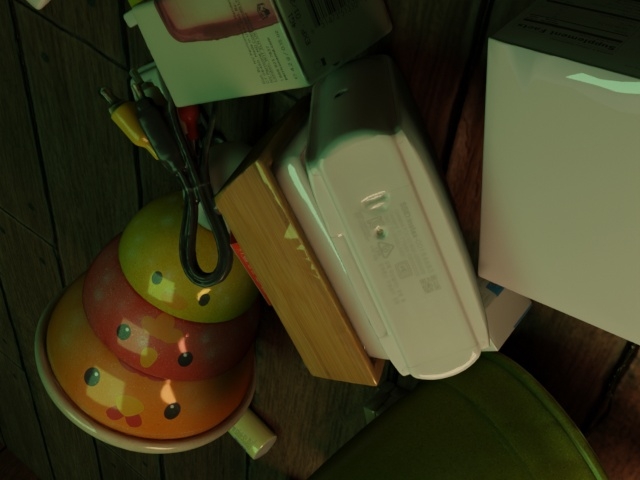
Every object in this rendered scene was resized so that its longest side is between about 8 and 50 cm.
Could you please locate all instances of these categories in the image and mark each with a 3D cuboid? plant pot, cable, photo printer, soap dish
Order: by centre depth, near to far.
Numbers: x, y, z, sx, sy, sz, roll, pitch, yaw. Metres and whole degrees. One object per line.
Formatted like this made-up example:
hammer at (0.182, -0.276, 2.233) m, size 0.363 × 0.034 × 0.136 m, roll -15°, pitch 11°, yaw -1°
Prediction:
photo printer at (0.074, -0.044, 0.915) m, size 0.107 × 0.307 × 0.256 m, roll -21°, pitch 112°, yaw 11°
soap dish at (0.000, 0.000, 1.061) m, size 0.118 × 0.229 × 0.291 m, roll -20°, pitch 110°, yaw 20°
plant pot at (0.116, 0.366, 1.078) m, size 0.366 × 0.353 × 0.366 m, roll 55°, pitch 161°, yaw 29°
cable at (-0.156, -0.091, 1.122) m, size 0.072 × 0.139 × 0.287 m, roll -63°, pitch -51°, yaw -80°

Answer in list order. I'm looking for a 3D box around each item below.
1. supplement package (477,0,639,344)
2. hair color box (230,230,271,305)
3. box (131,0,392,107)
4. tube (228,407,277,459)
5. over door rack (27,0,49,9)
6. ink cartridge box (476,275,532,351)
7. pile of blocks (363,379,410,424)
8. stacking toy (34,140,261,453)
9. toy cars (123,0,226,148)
supplement package at (0.262, -0.066, 0.790) m, size 0.204 × 0.145 × 0.262 m, roll 24°, pitch 138°, yaw 31°
hair color box at (-0.070, 0.014, 1.142) m, size 0.043 × 0.072 × 0.141 m, roll -12°, pitch 143°, yaw 11°
box at (-0.066, -0.240, 0.980) m, size 0.232 × 0.148 × 0.127 m, roll 2°, pitch 123°, yaw 46°
tube at (-0.182, 0.305, 1.708) m, size 0.240 × 0.070 × 0.062 m, roll 42°, pitch -173°, yaw 19°
over door rack at (-0.104, -0.317, 0.794) m, size 0.108 × 0.324 × 0.239 m, roll 53°, pitch 145°, yaw -6°
ink cartridge box at (0.175, 0.086, 1.078) m, size 0.122 × 0.088 × 0.052 m, roll -9°, pitch 119°, yaw 51°
pile of blocks at (0.094, 0.366, 1.411) m, size 0.149 × 0.112 × 0.362 m, roll 37°, pitch 144°, yaw 17°
stacking toy at (-0.198, 0.044, 1.295) m, size 0.350 × 0.350 × 0.480 m, roll 39°, pitch 131°, yaw 14°
toy cars at (-0.205, -0.225, 1.198) m, size 0.176 × 0.087 × 0.394 m, roll 32°, pitch 142°, yaw 23°
